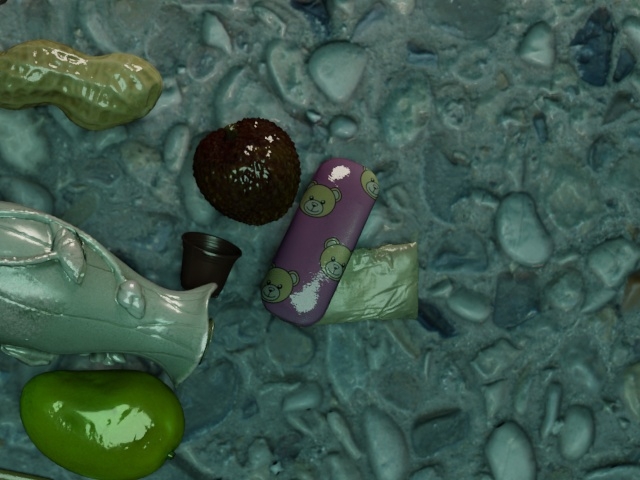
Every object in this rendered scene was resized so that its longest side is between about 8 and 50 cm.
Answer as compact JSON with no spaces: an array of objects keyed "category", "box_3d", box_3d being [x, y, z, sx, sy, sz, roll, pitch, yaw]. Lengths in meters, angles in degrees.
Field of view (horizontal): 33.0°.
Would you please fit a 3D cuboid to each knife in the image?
[{"category":"knife","box_3d":[-0.600,0.396,1.826,0.298,0.017,0.047,16,96,-16]}]

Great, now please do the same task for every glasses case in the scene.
[{"category":"glasses case","box_3d":[0.000,0.000,1.904,0.123,0.076,0.316,24,74,3]}]

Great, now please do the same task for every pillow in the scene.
[{"category":"pillow","box_3d":[0.070,0.078,1.968,0.230,0.050,0.148,-3,86,-11]}]

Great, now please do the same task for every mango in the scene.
[{"category":"mango","box_3d":[-0.365,0.310,1.815,0.273,0.149,0.185,1,89,-11]}]

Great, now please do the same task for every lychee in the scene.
[{"category":"lychee","box_3d":[-0.123,-0.119,1.841,0.195,0.194,0.194,-1,94,-15]}]

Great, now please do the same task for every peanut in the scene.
[{"category":"peanut","box_3d":[-0.413,-0.256,1.782,0.299,0.120,0.136,9,87,-13]}]

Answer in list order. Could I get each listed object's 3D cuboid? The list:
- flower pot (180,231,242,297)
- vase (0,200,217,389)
[{"category":"flower pot","box_3d":[-0.200,0.046,1.873,0.111,0.111,0.089,15,105,-15]},{"category":"vase","box_3d":[-0.388,0.092,1.736,0.446,0.250,0.249,20,88,-12]}]
